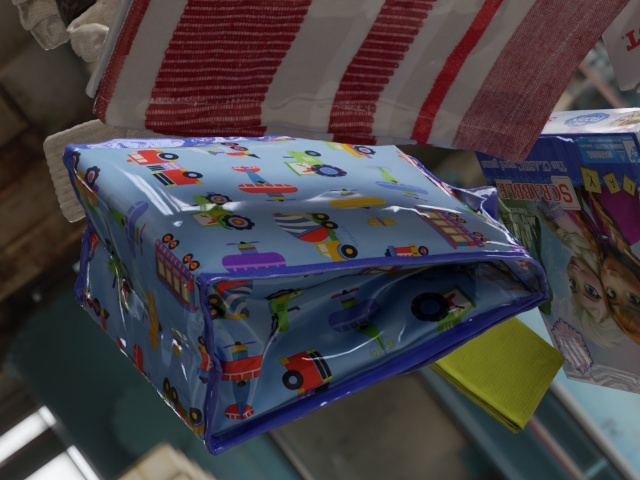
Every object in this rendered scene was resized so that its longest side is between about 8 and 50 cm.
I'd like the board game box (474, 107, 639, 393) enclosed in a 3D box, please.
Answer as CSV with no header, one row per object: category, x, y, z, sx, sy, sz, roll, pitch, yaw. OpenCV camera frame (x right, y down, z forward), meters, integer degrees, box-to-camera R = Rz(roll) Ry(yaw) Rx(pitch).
board game box,0.316,0.016,1.841,0.066,0.318,0.319,-29,14,-21

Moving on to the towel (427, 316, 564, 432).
towel,0.135,0.084,1.736,0.102,0.237,0.021,-55,10,-20

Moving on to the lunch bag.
lunch bag,0.000,0.000,1.217,0.293,0.221,0.138,-16,-57,-26

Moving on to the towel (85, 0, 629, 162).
towel,0.038,-0.145,1.099,0.329,0.037,0.237,3,-40,-24

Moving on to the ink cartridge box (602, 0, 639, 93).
ink cartridge box,0.264,-0.265,1.175,0.117,0.278,0.201,-9,-13,-37

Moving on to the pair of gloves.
pair of gloves,-0.141,-0.141,1.358,0.204,0.240,0.042,-9,3,20
